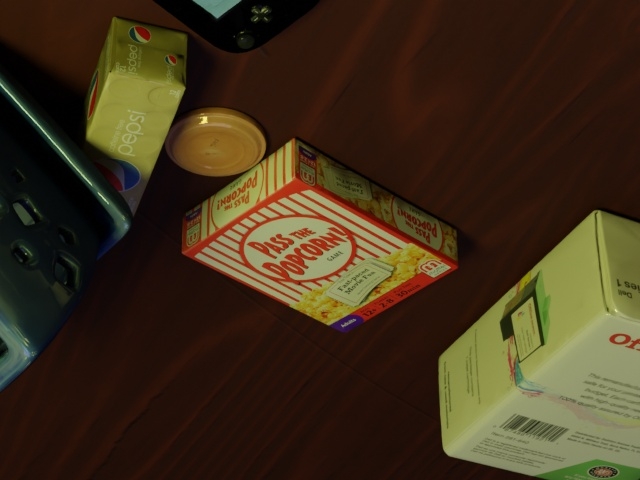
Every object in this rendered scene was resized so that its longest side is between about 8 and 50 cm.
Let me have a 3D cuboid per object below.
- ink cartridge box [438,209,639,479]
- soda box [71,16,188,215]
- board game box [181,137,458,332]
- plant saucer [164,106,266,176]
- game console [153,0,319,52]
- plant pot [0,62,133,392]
[{"bbox_3d":[0.264,0.110,1.652,0.201,0.117,0.278,16,142,-22],"label":"ink cartridge box"},{"bbox_3d":[-0.155,-0.092,1.415,0.061,0.058,0.181,11,144,-15],"label":"soda box"},{"bbox_3d":[0.000,0.000,1.556,0.193,0.045,0.146,27,136,-33],"label":"board game box"},{"bbox_3d":[-0.086,-0.078,1.473,0.083,0.013,0.083,-1,144,-1],"label":"plant saucer"},{"bbox_3d":[-0.128,-0.247,1.210,0.213,0.044,0.361,-26,138,31],"label":"game console"},{"bbox_3d":[-0.297,-0.002,1.363,0.236,0.212,0.236,47,129,-8],"label":"plant pot"}]
